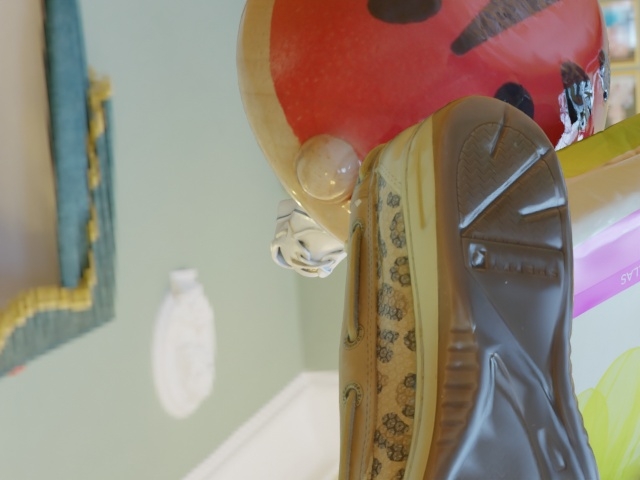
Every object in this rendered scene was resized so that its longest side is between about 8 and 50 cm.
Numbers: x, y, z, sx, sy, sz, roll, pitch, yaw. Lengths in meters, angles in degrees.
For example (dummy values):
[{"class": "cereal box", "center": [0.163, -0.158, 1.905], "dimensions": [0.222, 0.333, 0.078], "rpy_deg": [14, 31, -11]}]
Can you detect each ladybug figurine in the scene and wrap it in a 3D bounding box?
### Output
[{"class": "ladybug figurine", "center": [0.103, -0.137, 0.975], "dimensions": [0.162, 0.305, 0.449], "rpy_deg": [-41, -175, 34]}]

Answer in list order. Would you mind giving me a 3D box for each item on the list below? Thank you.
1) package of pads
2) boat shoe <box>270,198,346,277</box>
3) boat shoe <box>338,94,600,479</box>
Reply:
[{"class": "package of pads", "center": [0.151, 0.068, 0.803], "dimensions": [0.296, 0.229, 0.101], "rpy_deg": [-23, -147, -34]}, {"class": "boat shoe", "center": [0.000, 0.000, 1.405], "dimensions": [0.095, 0.084, 0.258], "rpy_deg": [16, 175, -8]}, {"class": "boat shoe", "center": [0.056, 0.083, 0.548], "dimensions": [0.104, 0.285, 0.089], "rpy_deg": [16, 159, -33]}]
